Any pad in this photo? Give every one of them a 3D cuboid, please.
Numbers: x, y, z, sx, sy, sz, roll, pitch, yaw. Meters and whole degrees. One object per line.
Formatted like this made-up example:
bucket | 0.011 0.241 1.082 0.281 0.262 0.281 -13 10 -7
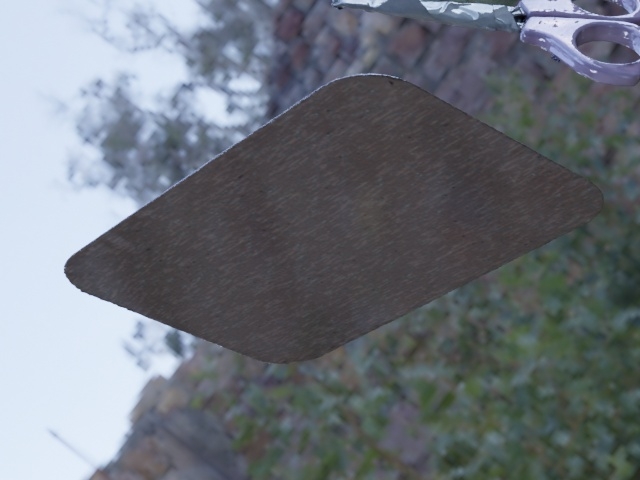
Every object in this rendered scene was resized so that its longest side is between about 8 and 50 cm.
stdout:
pad | 0.000 0.000 0.827 0.266 0.176 0.002 -30 47 42

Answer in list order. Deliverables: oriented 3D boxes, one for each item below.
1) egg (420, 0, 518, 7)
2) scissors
egg | 0.107 -0.228 1.146 0.164 0.131 0.131 -53 -9 -42
scissors | 0.113 -0.141 0.998 0.110 0.212 0.021 -84 3 -50
